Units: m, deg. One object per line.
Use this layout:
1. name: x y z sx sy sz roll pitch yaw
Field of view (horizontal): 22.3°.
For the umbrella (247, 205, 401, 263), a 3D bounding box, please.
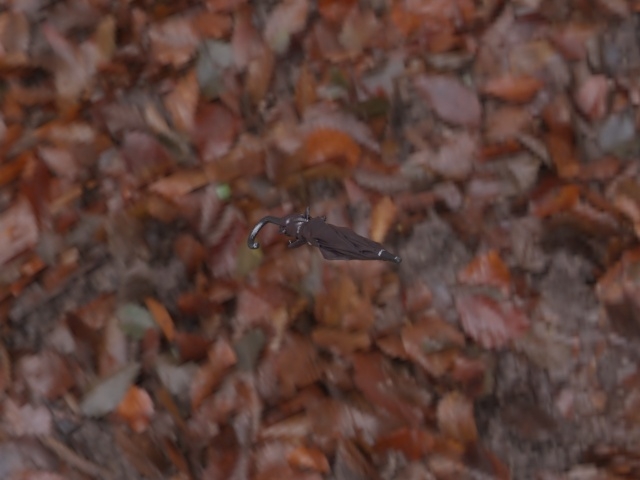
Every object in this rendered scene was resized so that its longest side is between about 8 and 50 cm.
1. umbrella: 0.002 -0.003 0.620 0.022 0.013 0.122 -58 26 -13
